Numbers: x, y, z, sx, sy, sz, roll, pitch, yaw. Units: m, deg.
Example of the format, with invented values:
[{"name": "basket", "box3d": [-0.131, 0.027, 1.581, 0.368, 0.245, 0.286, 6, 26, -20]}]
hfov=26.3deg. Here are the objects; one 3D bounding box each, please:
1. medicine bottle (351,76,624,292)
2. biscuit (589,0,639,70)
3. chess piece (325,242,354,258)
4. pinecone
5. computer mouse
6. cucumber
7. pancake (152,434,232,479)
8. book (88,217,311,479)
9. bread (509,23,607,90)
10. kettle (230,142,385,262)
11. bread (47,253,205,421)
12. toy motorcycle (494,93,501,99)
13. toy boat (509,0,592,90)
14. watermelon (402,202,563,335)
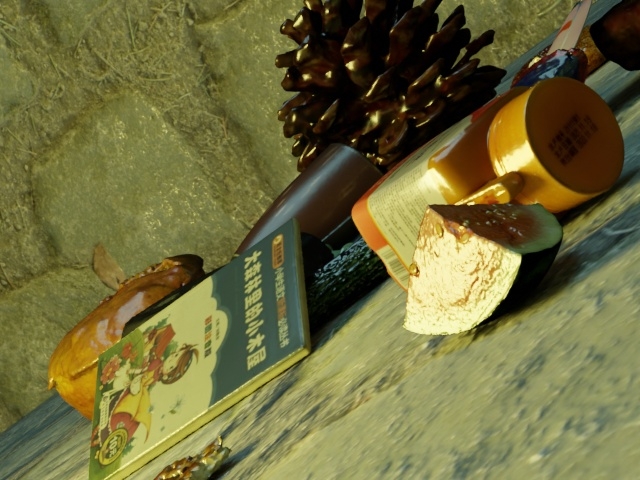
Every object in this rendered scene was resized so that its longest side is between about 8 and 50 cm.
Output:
[{"name": "medicine bottle", "box3d": [0.146, -0.050, 1.165, 0.149, 0.112, 0.222, -40, 5, -35]}, {"name": "biscuit", "box3d": [0.484, -0.319, 1.509, 0.407, 0.091, 0.407, -37, 2, 2]}, {"name": "chess piece", "box3d": [0.012, 0.019, 1.745, 0.093, 0.042, 0.042, 9, 38, 42]}, {"name": "pinecone", "box3d": [0.092, -0.259, 2.244, 0.398, 0.398, 0.398, -37, 4, 3]}, {"name": "computer mouse", "box3d": [-0.112, 0.093, 1.712, 0.323, 0.116, 0.183, -25, 14, 34]}, {"name": "cucumber", "box3d": [0.022, 0.046, 1.536, 0.187, 0.058, 0.058, -37, 4, -3]}, {"name": "pancake", "box3d": [-0.182, 0.230, 1.185, 0.244, 0.057, 0.266, -36, 3, 5]}, {"name": "book", "box3d": [-0.142, 0.127, 1.542, 0.322, 0.018, 0.228, -36, 33, 21]}, {"name": "bread", "box3d": [0.365, -0.264, 2.070, 0.193, 0.064, 0.193, -36, 8, 6]}, {"name": "kettle", "box3d": [0.000, 0.000, 1.873, 0.232, 0.144, 0.202, -45, 37, -18]}, {"name": "bread", "box3d": [-0.272, 0.149, 2.113, 0.312, 0.172, 0.312, -39, 8, 7]}, {"name": "toy motorcycle", "box3d": [0.203, -0.116, 1.708, 0.114, 0.076, 0.205, -41, 1, -21]}, {"name": "toy boat", "box3d": [0.262, -0.190, 1.512, 0.318, 0.072, 0.219, -57, 0, -12]}, {"name": "watermelon", "box3d": [0.100, 0.016, 0.965, 0.135, 0.094, 0.125, -40, 11, 22]}]
